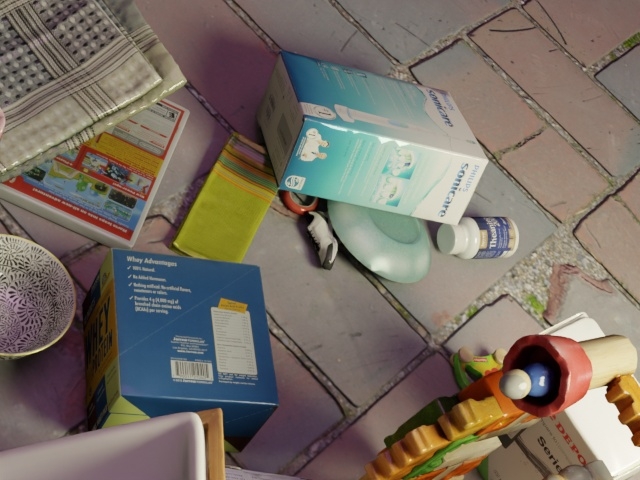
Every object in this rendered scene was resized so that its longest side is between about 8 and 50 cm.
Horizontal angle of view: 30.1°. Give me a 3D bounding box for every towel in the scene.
[{"bbox_3d":[-0.126,-0.055,1.708,0.102,0.021,0.237,26,51,-2],"label":"towel"},{"bbox_3d":[-0.391,-0.258,1.619,0.324,0.056,0.312,-31,68,-18],"label":"towel"}]

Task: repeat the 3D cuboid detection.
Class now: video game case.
[{"bbox_3d":[-0.316,-0.128,1.669,0.204,0.025,0.285,25,47,-10],"label":"video game case"}]

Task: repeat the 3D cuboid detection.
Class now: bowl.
[{"bbox_3d":[-0.386,0.083,1.426,0.170,0.080,0.170,16,49,-19],"label":"bowl"}]

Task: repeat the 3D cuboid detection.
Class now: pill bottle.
[{"bbox_3d":[0.245,-0.004,1.861,0.120,0.067,0.067,-1,56,-31],"label":"pill bottle"}]

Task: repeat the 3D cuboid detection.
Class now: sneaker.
[{"bbox_3d":[0.000,0.000,1.744,0.044,0.040,0.109,8,44,-15],"label":"sneaker"}]

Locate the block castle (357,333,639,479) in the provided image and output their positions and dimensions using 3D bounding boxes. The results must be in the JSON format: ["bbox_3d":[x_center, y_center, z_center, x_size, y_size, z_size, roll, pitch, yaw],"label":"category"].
[{"bbox_3d":[0.199,0.319,1.321,0.213,0.453,0.303,-5,59,-41],"label":"block castle"}]

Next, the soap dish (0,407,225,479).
[{"bbox_3d":[-0.226,0.313,1.228,0.291,0.118,0.229,-13,52,8],"label":"soap dish"}]

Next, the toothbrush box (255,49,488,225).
[{"bbox_3d":[0.073,-0.155,1.784,0.295,0.126,0.216,9,32,-21],"label":"toothbrush box"}]

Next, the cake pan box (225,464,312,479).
[{"bbox_3d":[-0.123,0.377,1.355,0.267,0.070,0.245,12,53,-21],"label":"cake pan box"}]

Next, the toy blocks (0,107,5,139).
[{"bbox_3d":[-0.562,-0.199,1.389,0.288,0.260,0.309,-27,71,-27],"label":"toy blocks"}]

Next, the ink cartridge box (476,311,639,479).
[{"bbox_3d":[0.304,0.249,1.544,0.115,0.273,0.198,-22,68,-26],"label":"ink cartridge box"}]

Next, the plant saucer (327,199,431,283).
[{"bbox_3d":[0.099,-0.025,1.790,0.195,0.037,0.195,25,39,-22],"label":"plant saucer"}]

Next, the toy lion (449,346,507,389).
[{"bbox_3d":[0.243,0.205,1.726,0.100,0.034,0.096,6,61,-26],"label":"toy lion"}]

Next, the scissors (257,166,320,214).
[{"bbox_3d":[0.017,-0.130,1.862,0.109,0.021,0.297,44,48,10],"label":"scissors"}]

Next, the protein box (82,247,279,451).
[{"bbox_3d":[-0.176,0.137,1.463,0.200,0.136,0.201,7,52,-25],"label":"protein box"}]
